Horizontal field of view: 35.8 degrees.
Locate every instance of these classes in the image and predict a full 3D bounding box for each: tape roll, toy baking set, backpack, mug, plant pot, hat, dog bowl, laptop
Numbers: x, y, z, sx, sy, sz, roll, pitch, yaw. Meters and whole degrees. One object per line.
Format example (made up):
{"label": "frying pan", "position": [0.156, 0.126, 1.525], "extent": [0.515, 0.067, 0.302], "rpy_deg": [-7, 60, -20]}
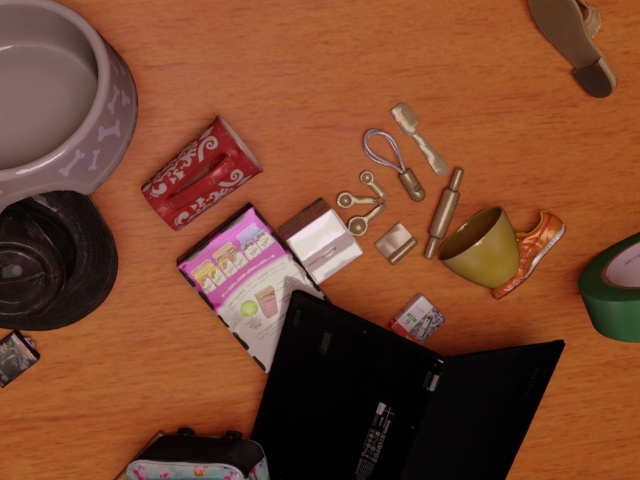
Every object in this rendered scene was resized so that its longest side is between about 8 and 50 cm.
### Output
{"label": "tape roll", "position": [0.580, 0.053, 1.590], "extent": [0.321, 0.321, 0.077], "rpy_deg": [-25, 102, -3]}
{"label": "toy baking set", "position": [0.140, -0.088, 1.651], "extent": [0.196, 0.030, 0.256], "rpy_deg": [22, 96, -11]}
{"label": "backpack", "position": [-0.188, 0.457, 1.591], "extent": [0.225, 0.191, 0.253], "rpy_deg": [-2, 109, 20]}
{"label": "mug", "position": [-0.194, -0.104, 1.546], "extent": [0.169, 0.150, 0.113], "rpy_deg": [-38, 78, 4]}
{"label": "plant pot", "position": [0.275, 0.022, 1.635], "extent": [0.134, 0.134, 0.095], "rpy_deg": [-42, 101, 0]}
{"label": "hat", "position": [-0.478, 0.039, 1.478], "extent": [0.331, 0.134, 0.331], "rpy_deg": [1, 120, 2]}
{"label": "dog bowl", "position": [-0.445, -0.202, 1.429], "extent": [0.348, 0.102, 0.349], "rpy_deg": [-1, 68, 1]}
{"label": "laptop", "position": [0.132, 0.283, 1.662], "extent": [0.408, 0.236, 0.382], "rpy_deg": [24, 117, 15]}

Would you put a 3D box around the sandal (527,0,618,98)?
{"label": "sandal", "position": [0.427, -0.352, 1.637], "extent": [0.079, 0.088, 0.240], "rpy_deg": [-49, 113, -30]}

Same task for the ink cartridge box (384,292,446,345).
{"label": "ink cartridge box", "position": [0.152, 0.152, 1.695], "extent": [0.115, 0.029, 0.063], "rpy_deg": [-45, 103, 1]}

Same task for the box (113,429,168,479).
{"label": "box", "position": [-0.278, 0.447, 1.688], "extent": [0.164, 0.021, 0.201], "rpy_deg": [42, 91, -13]}

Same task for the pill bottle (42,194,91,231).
{"label": "pill bottle", "position": [-0.444, -0.074, 1.539], "extent": [0.160, 0.087, 0.087], "rpy_deg": [27, 95, -12]}

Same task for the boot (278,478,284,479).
{"label": "boot", "position": [-0.050, 0.478, 1.673], "extent": [0.082, 0.219, 0.106], "rpy_deg": [-26, 65, -25]}

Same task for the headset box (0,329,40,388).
{"label": "headset box", "position": [-0.500, 0.188, 1.604], "extent": [0.083, 0.032, 0.062], "rpy_deg": [-39, 103, -1]}

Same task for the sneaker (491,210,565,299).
{"label": "sneaker", "position": [0.344, 0.026, 1.695], "extent": [0.067, 0.064, 0.175], "rpy_deg": [38, 89, 9]}

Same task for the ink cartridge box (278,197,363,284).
{"label": "ink cartridge box", "position": [0.000, 0.000, 1.587], "extent": [0.092, 0.143, 0.090], "rpy_deg": [-36, 103, -1]}

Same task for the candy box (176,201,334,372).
{"label": "candy box", "position": [-0.102, 0.076, 1.623], "extent": [0.159, 0.071, 0.233], "rpy_deg": [-38, 102, 1]}
